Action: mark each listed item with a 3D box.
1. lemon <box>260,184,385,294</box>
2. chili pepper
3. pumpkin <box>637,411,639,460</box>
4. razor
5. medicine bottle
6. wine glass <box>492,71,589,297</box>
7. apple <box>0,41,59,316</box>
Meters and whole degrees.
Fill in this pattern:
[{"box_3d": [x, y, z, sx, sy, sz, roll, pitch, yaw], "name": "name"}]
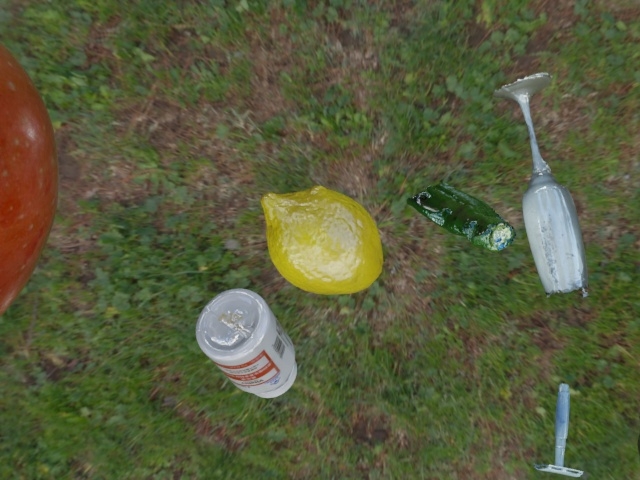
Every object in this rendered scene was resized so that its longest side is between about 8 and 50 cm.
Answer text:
[{"box_3d": [0.000, 0.000, 0.534, 0.092, 0.065, 0.065, 35, 93, -18], "name": "lemon"}, {"box_3d": [0.231, -0.042, 1.406, 0.098, 0.224, 0.061, -16, 119, -26], "name": "chili pepper"}, {"box_3d": [0.419, 0.204, 0.855, 0.211, 0.152, 0.212, -12, 68, 33], "name": "pumpkin"}, {"box_3d": [0.365, 0.285, 1.300, 0.068, 0.040, 0.135, 15, 72, -20], "name": "razor"}, {"box_3d": [-0.072, 0.114, 0.904, 0.079, 0.140, 0.079, -7, 59, 11], "name": "medicine bottle"}, {"box_3d": [0.263, -0.058, 1.000, 0.074, 0.074, 0.262, -11, 81, 4], "name": "wine glass"}, {"box_3d": [-0.313, -0.043, 0.567, 0.260, 0.216, 0.261, 7, 107, 24], "name": "apple"}]
